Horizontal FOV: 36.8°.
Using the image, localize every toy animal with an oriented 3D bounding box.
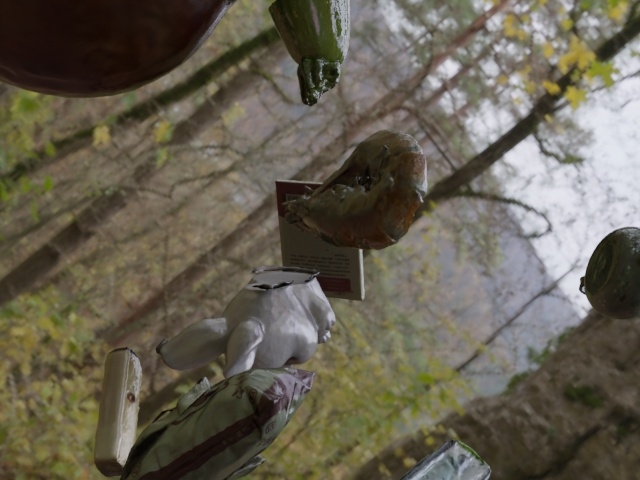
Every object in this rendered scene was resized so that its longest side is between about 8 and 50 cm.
[{"bbox_3d":[-0.090,0.129,1.486,0.325,0.208,0.154,-10,99,-52],"label":"toy animal"}]

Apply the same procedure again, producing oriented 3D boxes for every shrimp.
[{"bbox_3d":[0.039,-0.068,1.276,0.062,0.164,0.316,28,-13,-28],"label":"shrimp"}]

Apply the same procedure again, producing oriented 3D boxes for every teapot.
[{"bbox_3d":[0.624,0.070,1.943,0.129,0.193,0.294,22,-22,-8],"label":"teapot"}]

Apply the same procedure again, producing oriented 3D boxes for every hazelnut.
[{"bbox_3d":[-0.276,-0.367,1.084,0.421,0.420,0.353,52,-4,7],"label":"hazelnut"}]

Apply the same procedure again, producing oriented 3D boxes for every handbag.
[{"bbox_3d":[-0.126,0.228,1.150,0.127,0.235,0.213,61,9,-1],"label":"handbag"}]

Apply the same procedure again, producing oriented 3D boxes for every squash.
[{"bbox_3d":[0.001,-0.232,1.164,0.105,0.105,0.132,33,44,-83],"label":"squash"}]

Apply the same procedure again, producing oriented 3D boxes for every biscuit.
[{"bbox_3d":[-0.299,0.250,1.416,0.056,0.052,0.188,72,12,-54],"label":"biscuit"}]

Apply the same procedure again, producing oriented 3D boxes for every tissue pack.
[{"bbox_3d":[0.077,0.336,1.088,0.073,0.173,0.236,46,-42,17],"label":"tissue pack"}]

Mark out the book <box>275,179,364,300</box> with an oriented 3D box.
[{"bbox_3d":[0.000,0.000,1.798,0.022,0.162,0.232,-46,136,-58],"label":"book"}]
